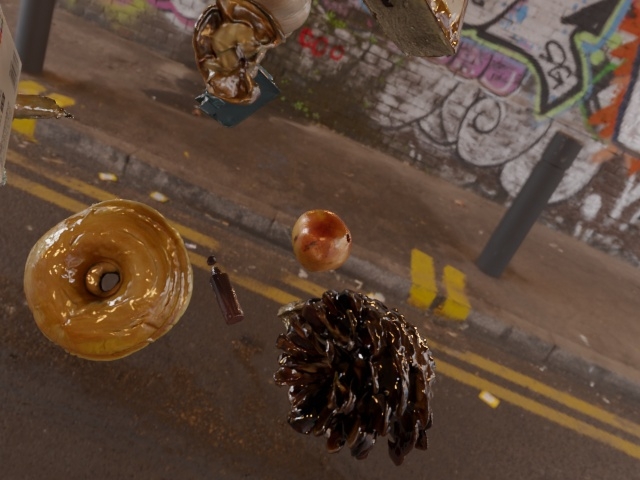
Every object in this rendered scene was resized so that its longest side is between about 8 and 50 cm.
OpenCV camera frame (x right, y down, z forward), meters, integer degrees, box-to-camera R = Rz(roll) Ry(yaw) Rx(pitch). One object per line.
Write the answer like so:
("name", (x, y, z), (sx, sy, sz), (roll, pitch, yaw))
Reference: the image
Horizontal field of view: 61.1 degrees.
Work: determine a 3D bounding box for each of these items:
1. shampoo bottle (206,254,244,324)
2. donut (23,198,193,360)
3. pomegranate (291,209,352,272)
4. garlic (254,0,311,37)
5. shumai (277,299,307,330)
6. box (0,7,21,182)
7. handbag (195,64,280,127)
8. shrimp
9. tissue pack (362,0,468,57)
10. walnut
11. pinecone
("shampoo bottle", (-0.321, 0.160, 1.779), (0.067, 0.068, 0.236), (-5, 57, -41))
("donut", (-0.572, 0.103, 1.470), (0.448, 0.449, 0.198), (24, -7, -2))
("pomegranate", (0.006, 0.000, 1.773), (0.209, 0.209, 0.209), (21, 24, -10))
("garlic", (-0.153, -0.675, 1.416), (0.322, 0.240, 0.322), (63, 8, -16))
("shumai", (-0.031, 0.198, 1.224), (0.145, 0.145, 0.116), (11, 66, -29))
("box", (-0.548, -0.253, 0.837), (0.091, 0.221, 0.274), (-1, 62, -14))
("handbag", (-0.262, -0.466, 1.715), (0.179, 0.229, 0.062), (29, 33, -61))
("shrimp", (-0.736, -0.245, 1.234), (0.068, 0.287, 0.185), (45, 1, 39))
("tissue pack", (0.126, -0.355, 0.624), (0.091, 0.226, 0.183), (9, -7, 31))
("walnut", (-0.213, -0.458, 1.302), (0.204, 0.238, 0.141), (25, 5, -23))
("pinecone", (0.058, 0.219, 0.883), (0.295, 0.242, 0.298), (28, 20, -29))
